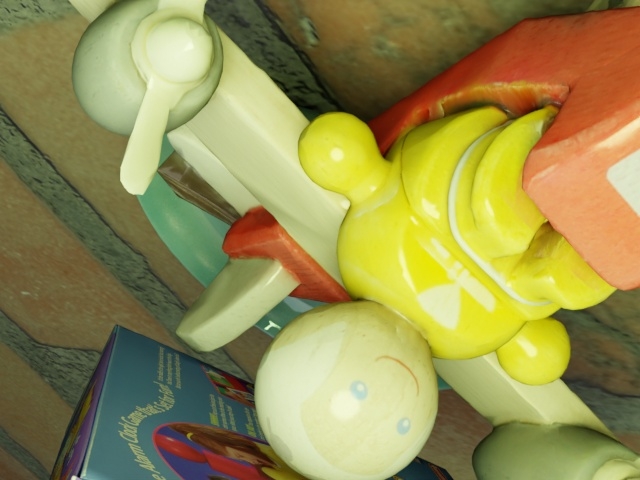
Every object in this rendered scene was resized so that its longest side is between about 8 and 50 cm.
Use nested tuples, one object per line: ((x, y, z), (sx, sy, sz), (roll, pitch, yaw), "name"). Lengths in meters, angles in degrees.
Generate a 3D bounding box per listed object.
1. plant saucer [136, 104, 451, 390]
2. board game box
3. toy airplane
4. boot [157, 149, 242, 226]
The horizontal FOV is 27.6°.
((0.000, 0.000, 0.985), (0.317, 0.044, 0.318), (25, 150, 16), "plant saucer")
((-0.018, 0.148, 0.644), (0.233, 0.078, 0.347), (25, -178, -8), "board game box")
((0.030, 0.010, 0.678), (0.386, 0.272, 0.384), (17, 142, 16), "toy airplane")
((-0.068, -0.016, 0.945), (0.114, 0.037, 0.106), (27, 138, 4), "boot")
